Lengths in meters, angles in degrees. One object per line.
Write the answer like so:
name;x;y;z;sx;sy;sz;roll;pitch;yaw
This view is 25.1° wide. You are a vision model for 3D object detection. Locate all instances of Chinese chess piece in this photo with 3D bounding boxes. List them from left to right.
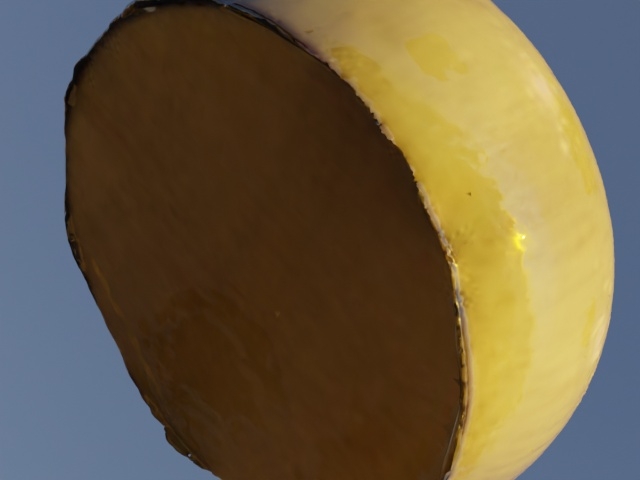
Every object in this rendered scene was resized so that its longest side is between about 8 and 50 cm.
Chinese chess piece;0.000;0.000;0.610;0.257;0.104;0.257;26;-52;38
